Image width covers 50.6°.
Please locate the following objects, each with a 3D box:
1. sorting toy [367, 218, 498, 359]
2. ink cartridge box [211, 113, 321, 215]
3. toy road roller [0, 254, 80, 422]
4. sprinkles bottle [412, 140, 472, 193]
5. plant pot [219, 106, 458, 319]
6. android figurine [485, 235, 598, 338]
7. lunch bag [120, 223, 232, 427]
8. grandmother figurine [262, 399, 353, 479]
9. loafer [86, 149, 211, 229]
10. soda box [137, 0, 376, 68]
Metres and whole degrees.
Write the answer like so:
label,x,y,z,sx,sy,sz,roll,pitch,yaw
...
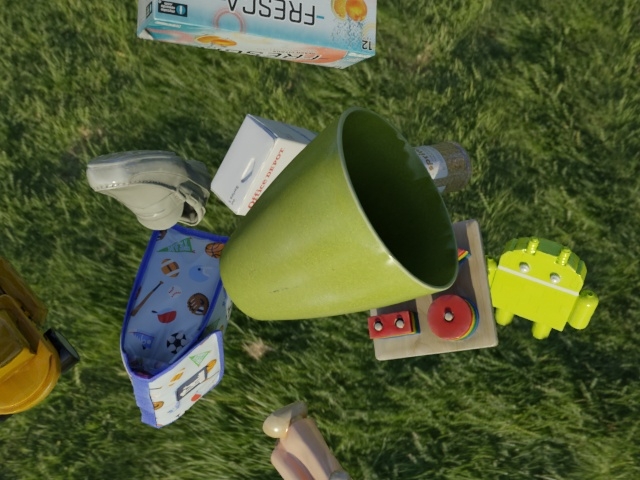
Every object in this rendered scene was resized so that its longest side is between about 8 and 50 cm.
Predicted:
label,x,y,z,sx,sy,sz,roll,pitch,yaw
sorting toy,0.207,0.100,1.376,0.255,0.089,0.257,-12,75,25
ink cartridge box,-0.093,-0.164,1.585,0.117,0.278,0.201,42,112,29
toy road roller,-0.646,0.184,1.320,0.202,0.240,0.329,-39,83,-13
sprinkles bottle,0.168,-0.133,1.430,0.355,0.121,0.121,-15,66,-40
plant pot,0.000,0.000,0.980,0.293,0.274,0.275,-28,67,30
android figurine,0.445,0.096,1.404,0.248,0.273,0.056,21,50,17
lunch bag,-0.330,0.209,1.572,0.238,0.328,0.386,14,55,1
grandmother figurine,0.046,0.385,0.925,0.104,0.208,0.342,-39,51,-5
loafer,-0.242,-0.072,1.017,0.111,0.319,0.112,-3,90,14
soda box,-0.046,-0.181,0.530,0.183,0.058,0.063,2,91,-26
